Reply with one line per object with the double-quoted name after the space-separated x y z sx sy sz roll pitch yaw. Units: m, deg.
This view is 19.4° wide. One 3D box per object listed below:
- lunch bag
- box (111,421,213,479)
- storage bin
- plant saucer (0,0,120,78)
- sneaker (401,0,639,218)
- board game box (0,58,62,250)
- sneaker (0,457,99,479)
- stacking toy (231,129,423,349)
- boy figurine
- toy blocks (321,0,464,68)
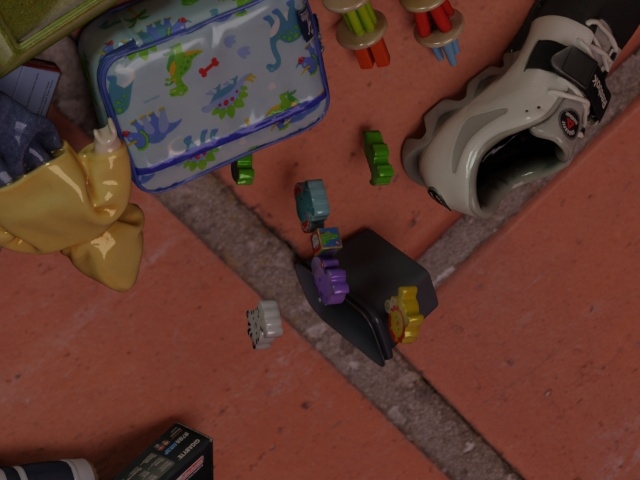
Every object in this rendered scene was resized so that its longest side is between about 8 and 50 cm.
-0.103 -0.151 1.743 0.219 0.090 0.176 -22 130 -13 "lunch bag"
-0.193 0.319 1.944 0.220 0.051 0.175 -41 143 -42 "box"
0.055 0.056 1.937 0.091 0.135 0.098 -36 134 -17 "storage bin"
-0.244 -0.250 1.610 0.188 0.045 0.188 -35 126 -11 "plant saucer"
0.243 -0.147 1.899 0.330 0.146 0.122 -48 128 4 "sneaker"
-0.348 -0.045 1.714 0.145 0.027 0.281 8 115 -34 "board game box"
-0.335 0.350 1.925 0.153 0.099 0.282 5 110 -37 "sneaker"
0.000 0.000 1.839 0.167 0.221 0.052 -3 161 -23 "stacking toy"
-0.241 -0.054 1.681 0.177 0.092 0.285 -28 136 21 "boy figurine"
0.077 -0.209 1.824 0.123 0.054 0.148 -31 136 -3 "toy blocks"
